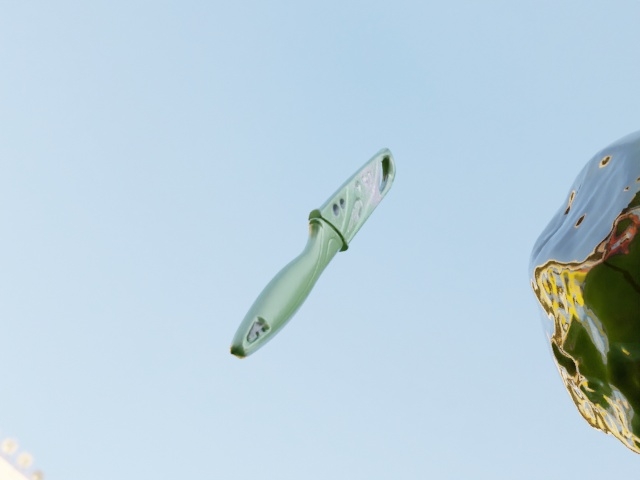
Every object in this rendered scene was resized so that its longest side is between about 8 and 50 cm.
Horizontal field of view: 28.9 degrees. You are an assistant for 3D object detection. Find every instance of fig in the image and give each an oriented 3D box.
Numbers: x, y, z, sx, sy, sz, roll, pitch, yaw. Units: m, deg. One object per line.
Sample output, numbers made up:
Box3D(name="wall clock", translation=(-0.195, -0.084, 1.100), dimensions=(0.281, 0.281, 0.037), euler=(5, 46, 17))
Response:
Box3D(name="fig", translation=(0.274, 0.027, 0.786), dimensions=(0.239, 0.271, 0.240), euler=(162, -90, -77))

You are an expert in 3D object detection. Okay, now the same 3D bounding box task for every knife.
Box3D(name="knife", translation=(0.000, 0.000, 0.635), dimensions=(0.014, 0.207, 0.030), euler=(-14, -69, 31))
